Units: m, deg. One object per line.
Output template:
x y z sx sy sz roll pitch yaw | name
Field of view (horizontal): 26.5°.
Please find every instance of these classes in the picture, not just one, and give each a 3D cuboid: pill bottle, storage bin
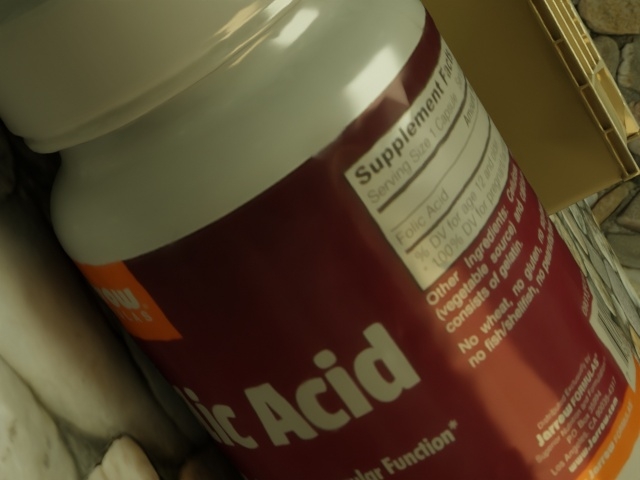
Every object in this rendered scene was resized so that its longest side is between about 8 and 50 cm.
0.000 0.000 0.729 0.392 0.224 0.224 55 19 -22 | pill bottle
0.060 -0.112 1.005 0.260 0.262 0.123 58 20 -13 | storage bin
